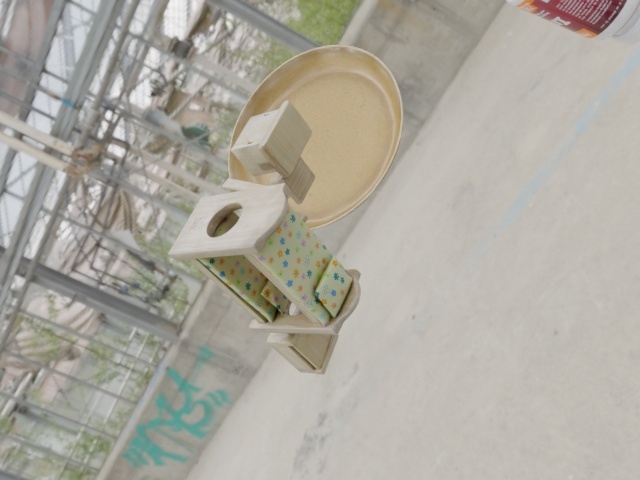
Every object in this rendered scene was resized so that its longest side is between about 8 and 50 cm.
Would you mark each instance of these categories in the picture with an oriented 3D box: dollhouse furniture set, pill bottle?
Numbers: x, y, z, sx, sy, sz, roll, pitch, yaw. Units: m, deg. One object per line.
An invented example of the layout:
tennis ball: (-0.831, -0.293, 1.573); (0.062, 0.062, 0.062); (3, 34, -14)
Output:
dollhouse furniture set: (0.000, 0.000, 0.516); (0.101, 0.182, 0.160); (-5, 49, 39)
pill bottle: (0.285, -0.269, 0.656); (0.086, 0.152, 0.086); (-160, 90, -81)

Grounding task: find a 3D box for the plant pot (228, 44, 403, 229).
plant pot: (-0.006, -0.119, 0.726); (0.237, 0.032, 0.236); (-10, 69, 29)
